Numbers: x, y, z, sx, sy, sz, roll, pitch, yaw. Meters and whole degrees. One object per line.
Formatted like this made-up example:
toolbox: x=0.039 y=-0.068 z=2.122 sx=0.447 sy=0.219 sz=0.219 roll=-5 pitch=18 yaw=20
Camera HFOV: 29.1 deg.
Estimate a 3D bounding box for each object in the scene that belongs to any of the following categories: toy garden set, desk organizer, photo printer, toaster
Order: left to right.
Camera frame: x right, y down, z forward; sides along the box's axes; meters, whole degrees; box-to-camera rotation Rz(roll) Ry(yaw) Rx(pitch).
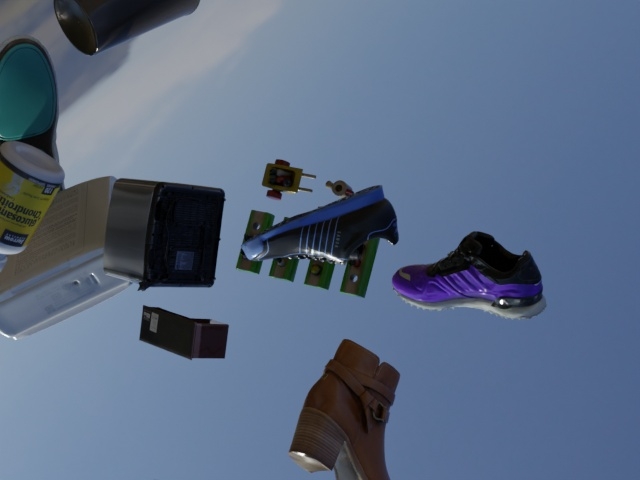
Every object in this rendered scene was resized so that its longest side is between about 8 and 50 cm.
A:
photo printer: x=-0.447 y=0.015 z=2.148 sx=0.256 sy=0.107 sz=0.307 roll=-26 pitch=-149 yaw=6
toaster: x=-0.249 y=-0.009 z=1.947 sx=0.110 sy=0.168 sz=0.185 roll=8 pitch=-177 yaw=35
desk organizer: x=-0.170 y=0.114 z=1.531 sx=0.130 sy=0.050 sz=0.047 roll=11 pitch=-85 yaw=52
toy garden set: x=-0.018 y=-0.028 z=2.082 sx=0.244 sy=0.049 sz=0.204 roll=11 pitch=-99 yaw=25

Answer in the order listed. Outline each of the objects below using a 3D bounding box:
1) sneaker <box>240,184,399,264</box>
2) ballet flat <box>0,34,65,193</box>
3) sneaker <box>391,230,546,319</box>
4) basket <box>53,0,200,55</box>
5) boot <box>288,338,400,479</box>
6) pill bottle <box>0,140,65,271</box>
sneaker: x=0.000 y=0.000 z=1.768 sx=0.232 sy=0.090 sz=0.081 roll=-20 pitch=-174 yaw=19
ballet flat: x=-0.543 y=-0.202 z=2.251 sx=0.139 sy=0.400 sz=0.139 roll=-1 pitch=-146 yaw=1
sneaker: x=0.262 y=0.047 z=2.221 sx=0.293 sy=0.146 sz=0.102 roll=5 pitch=-147 yaw=28
basket: x=-0.350 y=-0.436 z=2.215 sx=0.227 sy=0.154 sz=0.204 roll=-36 pitch=172 yaw=-28
boot: x=0.078 y=0.316 z=2.017 sx=0.109 sy=0.283 sz=0.220 roll=-16 pitch=-139 yaw=50
pill bottle: x=-0.457 y=-0.045 z=1.798 sx=0.184 sy=0.103 sz=0.103 roll=-58 pitch=-170 yaw=14
